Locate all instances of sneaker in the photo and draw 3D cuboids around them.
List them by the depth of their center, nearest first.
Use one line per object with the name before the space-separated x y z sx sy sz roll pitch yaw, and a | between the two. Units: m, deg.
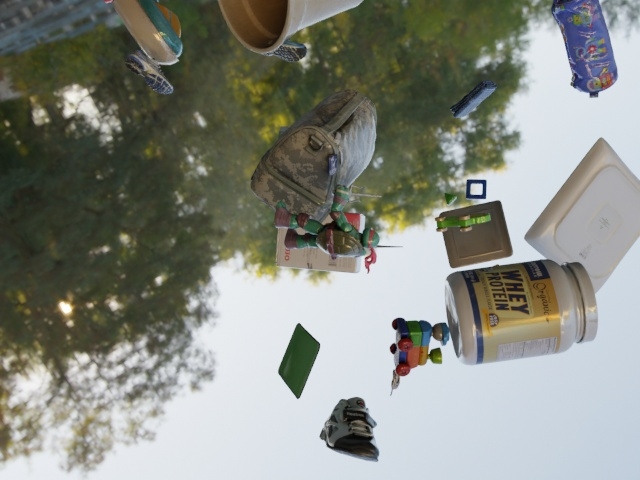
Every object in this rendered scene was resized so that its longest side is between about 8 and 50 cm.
sneaker | -0.412 -0.419 1.859 0.052 0.135 0.058 -21 -141 40
sneaker | -0.098 -0.509 1.927 0.162 0.063 0.073 23 -105 31
sneaker | 0.080 0.483 1.975 0.330 0.122 0.146 173 -63 -75

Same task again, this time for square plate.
square plate | 0.771 -0.050 2.084 0.344 0.347 0.049 -53 -151 1

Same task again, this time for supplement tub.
supplement tub | 0.469 0.166 1.792 0.316 0.228 0.228 -8 -157 1

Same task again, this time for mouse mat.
mouse mat | -0.057 0.306 1.937 0.152 0.007 0.190 -68 -156 5

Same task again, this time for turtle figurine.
turtle figurine | 0.035 -0.020 1.460 0.234 0.175 0.118 4 -143 19

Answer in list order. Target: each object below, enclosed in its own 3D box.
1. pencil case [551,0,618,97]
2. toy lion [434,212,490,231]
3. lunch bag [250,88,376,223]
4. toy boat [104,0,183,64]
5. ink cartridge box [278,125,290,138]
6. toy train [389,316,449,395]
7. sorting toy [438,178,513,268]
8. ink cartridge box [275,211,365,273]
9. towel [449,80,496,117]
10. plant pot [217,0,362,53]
pencil case | 0.739 -0.558 2.114 0.133 0.306 0.119 -20 -155 11
toy lion | 0.309 -0.043 1.620 0.100 0.034 0.096 -2 -169 43
lunch bag | 0.001 -0.210 1.795 0.256 0.213 0.305 -58 176 38
toy boat | -0.441 -0.592 1.919 0.148 0.267 0.318 -35 164 0
ink cartridge box | -0.009 -0.256 2.091 0.212 0.093 0.154 1 -161 -1
toy train | 0.264 0.319 2.034 0.143 0.248 0.105 -3 -147 -5
sorting toy | 0.476 -0.015 2.318 0.196 0.347 0.047 -13 169 11
ink cartridge box | 0.000 0.000 1.999 0.218 0.158 0.092 5 -179 12
towel | 0.385 -0.357 1.900 0.067 0.029 0.119 -12 156 -49
plant pot | -0.050 -0.657 1.849 0.305 0.333 0.334 -23 -161 -31
